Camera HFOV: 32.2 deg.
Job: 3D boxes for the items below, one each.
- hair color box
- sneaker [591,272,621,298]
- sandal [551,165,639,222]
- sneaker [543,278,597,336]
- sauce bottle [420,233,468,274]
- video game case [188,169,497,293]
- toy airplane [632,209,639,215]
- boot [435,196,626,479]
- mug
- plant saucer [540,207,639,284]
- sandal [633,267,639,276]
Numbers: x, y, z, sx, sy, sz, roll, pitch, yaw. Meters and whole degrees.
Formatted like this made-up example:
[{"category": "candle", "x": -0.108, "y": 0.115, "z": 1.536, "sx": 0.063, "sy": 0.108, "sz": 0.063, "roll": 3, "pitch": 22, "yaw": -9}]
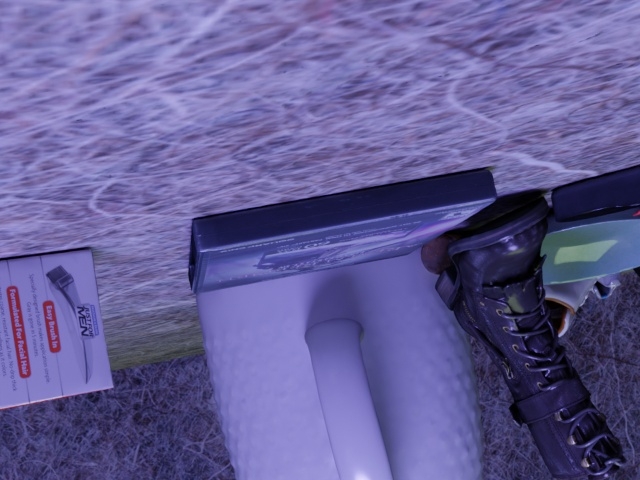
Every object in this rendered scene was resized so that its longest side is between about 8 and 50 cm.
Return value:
[{"category": "hair color box", "x": -0.223, "y": 0.064, "z": 0.695, "sx": 0.167, "sy": 0.093, "sz": 0.053, "roll": -7, "pitch": 173, "yaw": -25}, {"category": "sneaker", "x": 0.434, "y": 0.054, "z": 1.769, "sx": 0.071, "sy": 0.083, "sz": 0.191, "roll": -13, "pitch": 175, "yaw": -2}, {"category": "sandal", "x": 0.303, "y": -0.041, "z": 0.850, "sx": 0.254, "sy": 0.054, "sz": 0.097, "roll": -17, "pitch": 172, "yaw": 39}, {"category": "sneaker", "x": 0.269, "y": 0.050, "z": 1.282, "sx": 0.290, "sy": 0.123, "sz": 0.106, "roll": -6, "pitch": 170, "yaw": -43}, {"category": "sauce bottle", "x": 0.146, "y": 0.013, "z": 1.108, "sx": 0.042, "sy": 0.042, "sz": 0.128, "roll": -15, "pitch": 172, "yaw": 31}, {"category": "video game case", "x": 0.000, "y": 0.000, "z": 0.829, "sx": 0.196, "sy": 0.026, "sz": 0.274, "roll": -10, "pitch": 172, "yaw": -9}, {"category": "toy airplane", "x": 0.348, "y": -0.050, "z": 0.970, "sx": 0.151, "sy": 0.028, "sz": 0.151, "roll": -13, "pitch": 174, "yaw": -1}, {"category": "boot", "x": 0.196, "y": 0.097, "z": 0.958, "sx": 0.091, "sy": 0.229, "sz": 0.263, "roll": -26, "pitch": 165, "yaw": -8}, {"category": "mug", "x": 0.033, "y": 0.183, "z": 1.111, "sx": 0.276, "sy": 0.328, "sz": 0.374, "roll": -11, "pitch": 173, "yaw": -1}, {"category": "plant saucer", "x": 0.259, "y": -0.002, "z": 1.096, "sx": 0.195, "sy": 0.037, "sz": 0.195, "roll": -7, "pitch": 161, "yaw": -2}, {"category": "sandal", "x": 0.479, "y": 0.027, "z": 1.452, "sx": 0.107, "sy": 0.167, "sz": 0.446, "roll": -40, "pitch": 173, "yaw": 9}]
